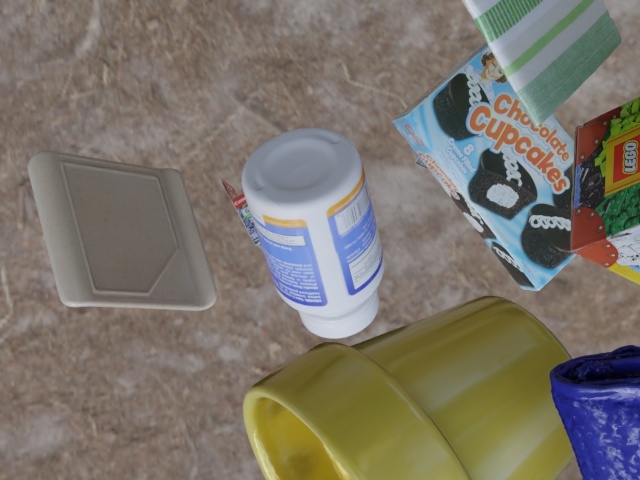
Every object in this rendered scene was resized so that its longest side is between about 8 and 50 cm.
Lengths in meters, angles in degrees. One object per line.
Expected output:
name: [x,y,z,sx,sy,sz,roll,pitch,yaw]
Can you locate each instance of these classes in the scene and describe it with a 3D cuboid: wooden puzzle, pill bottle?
wooden puzzle: [-0.263,-0.007,1.547,0.239,0.221,0.044,3,150,-45]
pill bottle: [0.000,0.000,1.514,0.152,0.152,0.272,-20,135,-5]

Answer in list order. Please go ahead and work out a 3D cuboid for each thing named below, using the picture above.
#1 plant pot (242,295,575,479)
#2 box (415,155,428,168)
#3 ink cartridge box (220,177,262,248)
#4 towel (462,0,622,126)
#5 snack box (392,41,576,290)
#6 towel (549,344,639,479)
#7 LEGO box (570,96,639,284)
plant pot: [0.099,0.175,1.020,0.239,0.254,0.254,-31,131,-21]
box: [0.285,-0.126,1.878,0.244,0.060,0.100,24,133,-5]
ink cartridge box: [-0.099,-0.042,1.673,0.029,0.115,0.063,-30,164,6]
towel: [0.249,-0.337,1.480,0.248,0.038,0.325,-42,105,-38]
snack box: [0.275,-0.109,1.693,0.187,0.060,0.322,-42,100,-13]
towel: [0.312,0.214,0.859,0.076,0.228,0.308,-39,119,-40]
LEGO box: [0.615,-0.033,1.417,0.500,0.193,0.372,23,150,-27]
